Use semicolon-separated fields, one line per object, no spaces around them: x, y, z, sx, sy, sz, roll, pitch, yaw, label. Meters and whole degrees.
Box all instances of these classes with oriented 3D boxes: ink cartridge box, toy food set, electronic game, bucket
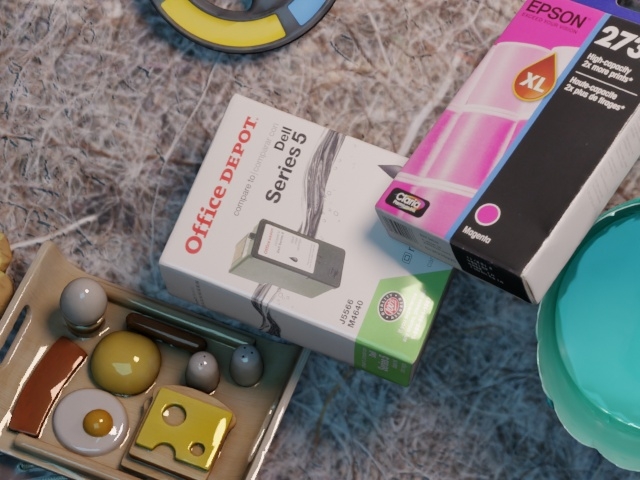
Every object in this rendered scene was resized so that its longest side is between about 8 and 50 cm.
0.000;0.000;1.600;0.273;0.115;0.198;21;74;7;ink cartridge box
-0.185;0.142;1.618;0.306;0.092;0.220;19;62;7;toy food set
-0.081;-0.309;1.658;0.229;0.048;0.229;0;93;8;electronic game
0.227;-0.125;1.517;0.175;0.069;0.371;26;69;34;ink cartridge box
0.343;0.084;1.548;0.281;0.183;0.281;0;92;7;bucket

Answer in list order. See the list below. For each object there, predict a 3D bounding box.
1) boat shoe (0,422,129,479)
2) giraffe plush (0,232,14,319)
-0.285;0.252;1.685;0.355;0.132;0.130;3;74;0;boat shoe
-0.450;0.055;1.682;0.210;0.181;0.170;39;119;-6;giraffe plush
